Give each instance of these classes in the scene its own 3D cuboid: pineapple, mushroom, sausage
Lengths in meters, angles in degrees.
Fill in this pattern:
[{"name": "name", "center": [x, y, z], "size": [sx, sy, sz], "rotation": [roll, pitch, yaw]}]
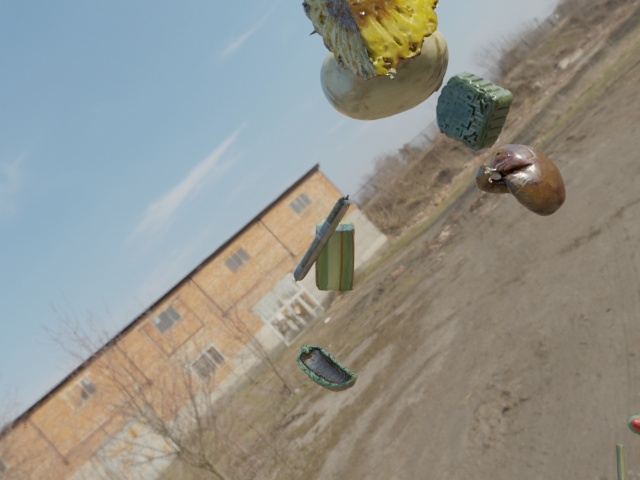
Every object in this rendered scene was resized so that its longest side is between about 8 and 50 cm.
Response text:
[{"name": "pineapple", "center": [0.122, -0.513, 1.127], "size": [0.286, 0.345, 0.209], "rotation": [-29, 11, -18]}, {"name": "mushroom", "center": [0.140, -0.474, 1.314], "size": [0.313, 0.337, 0.314], "rotation": [-12, -8, -2]}, {"name": "mushroom", "center": [0.322, -0.103, 0.861], "size": [0.170, 0.135, 0.080], "rotation": [2, -46, -26]}, {"name": "sausage", "center": [0.000, 0.000, 1.250], "size": [0.269, 0.032, 0.033], "rotation": [-58, -9, 28]}]

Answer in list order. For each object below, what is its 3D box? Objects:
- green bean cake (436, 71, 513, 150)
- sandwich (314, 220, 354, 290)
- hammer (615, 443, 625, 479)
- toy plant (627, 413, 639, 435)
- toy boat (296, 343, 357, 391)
[{"name": "green bean cake", "center": [0.508, -0.436, 1.816], "size": [0.124, 0.227, 0.223], "rotation": [-20, -44, -33]}, {"name": "sandwich", "center": [0.042, 0.042, 1.571], "size": [0.117, 0.188, 0.144], "rotation": [0, 6, 3]}, {"name": "hammer", "center": [0.743, 0.607, 1.329], "size": [0.013, 0.199, 0.062], "rotation": [6, -9, -30]}, {"name": "toy plant", "center": [0.998, 0.484, 1.474], "size": [0.400, 0.279, 0.186], "rotation": [-20, -61, -64]}, {"name": "toy boat", "center": [0.029, 0.406, 1.654], "size": [0.108, 0.099, 0.292], "rotation": [-22, 21, -29]}]
